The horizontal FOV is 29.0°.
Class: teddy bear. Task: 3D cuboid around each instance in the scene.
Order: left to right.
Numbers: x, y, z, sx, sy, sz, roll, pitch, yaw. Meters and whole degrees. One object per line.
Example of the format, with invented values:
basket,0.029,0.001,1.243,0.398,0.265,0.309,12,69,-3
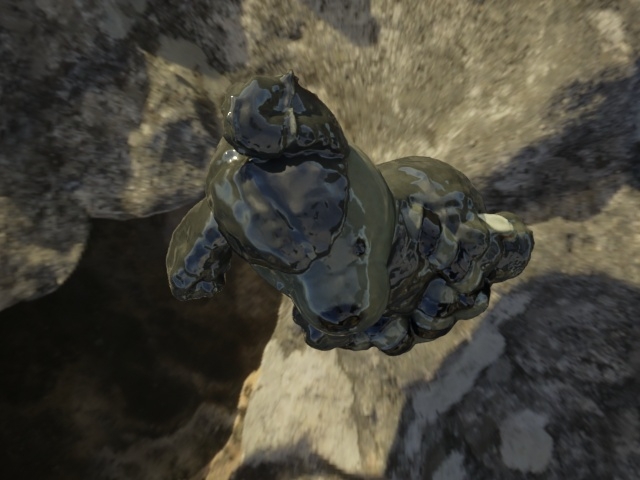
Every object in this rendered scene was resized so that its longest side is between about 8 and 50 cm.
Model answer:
teddy bear,0.000,0.009,0.791,0.171,0.251,0.144,-37,59,32
